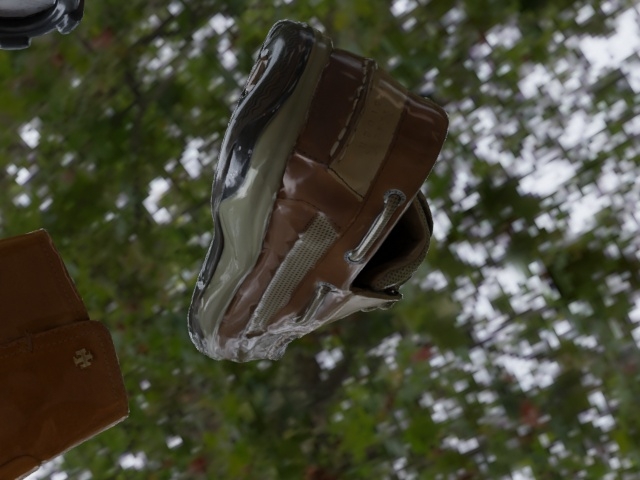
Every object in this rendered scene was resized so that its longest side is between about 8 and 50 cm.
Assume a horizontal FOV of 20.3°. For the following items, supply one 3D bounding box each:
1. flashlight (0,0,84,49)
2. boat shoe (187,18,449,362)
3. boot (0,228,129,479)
[{"bbox_3d":[-0.209,-0.280,1.198,0.103,0.103,0.304,12,-122,-29],"label":"flashlight"},{"bbox_3d":[0.000,0.000,1.012,0.120,0.324,0.122,19,-113,1],"label":"boat shoe"},{"bbox_3d":[-0.218,0.146,1.143,0.211,0.104,0.295,-13,-96,-25],"label":"boot"}]
